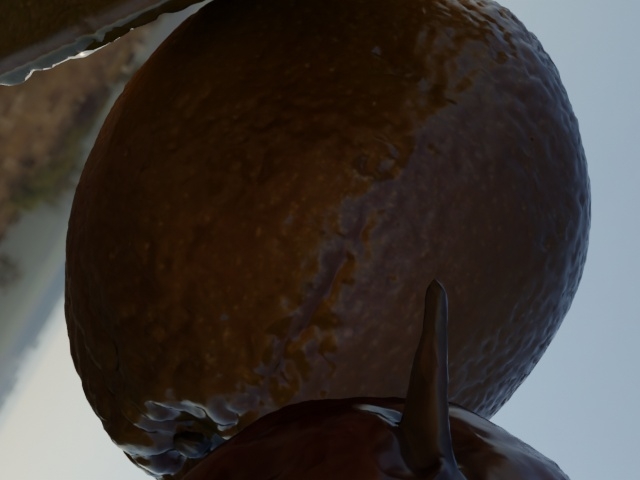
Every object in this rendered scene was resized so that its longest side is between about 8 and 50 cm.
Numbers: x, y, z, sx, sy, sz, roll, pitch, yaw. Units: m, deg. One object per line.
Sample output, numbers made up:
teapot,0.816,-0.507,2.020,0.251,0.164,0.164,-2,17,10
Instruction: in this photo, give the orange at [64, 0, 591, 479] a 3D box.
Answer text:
orange,0.000,0.000,1.053,0.357,0.322,0.322,-56,-178,-40

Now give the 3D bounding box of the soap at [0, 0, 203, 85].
soap,-0.049,-0.240,1.032,0.335,0.156,0.293,-17,-163,34

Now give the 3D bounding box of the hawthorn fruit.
hawthorn fruit,0.018,0.138,0.606,0.210,0.211,0.262,-67,163,-54
